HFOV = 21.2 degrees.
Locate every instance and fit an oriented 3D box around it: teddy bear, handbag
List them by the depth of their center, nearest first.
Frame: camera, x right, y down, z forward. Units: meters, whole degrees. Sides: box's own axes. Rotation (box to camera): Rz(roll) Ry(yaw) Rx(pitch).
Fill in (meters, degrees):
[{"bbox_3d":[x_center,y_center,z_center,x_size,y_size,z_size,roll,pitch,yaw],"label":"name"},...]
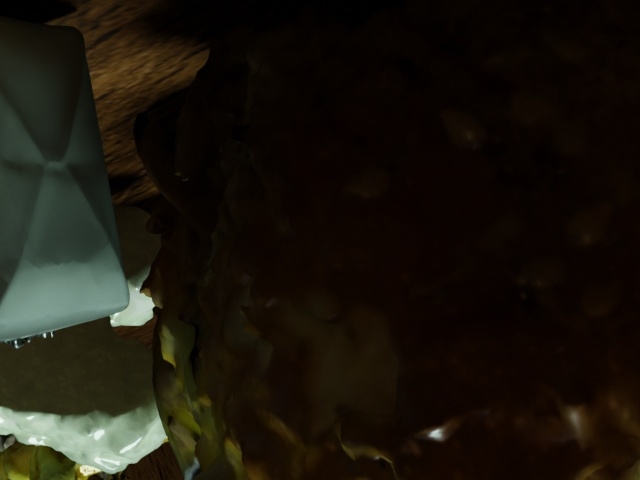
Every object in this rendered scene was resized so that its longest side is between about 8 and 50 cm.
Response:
[{"bbox_3d":[-0.253,-0.004,0.778,0.298,0.151,0.171,-12,178,16],"label":"handbag"},{"bbox_3d":[-0.297,0.164,1.273,0.375,0.327,0.362,0,135,-6],"label":"teddy bear"}]

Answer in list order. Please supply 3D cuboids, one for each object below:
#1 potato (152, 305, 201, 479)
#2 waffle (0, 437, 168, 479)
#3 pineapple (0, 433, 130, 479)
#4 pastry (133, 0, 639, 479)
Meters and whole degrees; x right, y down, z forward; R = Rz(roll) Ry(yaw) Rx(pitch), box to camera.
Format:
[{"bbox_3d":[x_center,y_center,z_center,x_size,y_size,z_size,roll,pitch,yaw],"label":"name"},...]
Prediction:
[{"bbox_3d":[-0.004,0.020,1.097,0.300,0.196,0.246,-28,160,-26],"label":"potato"},{"bbox_3d":[-0.120,0.118,1.356,0.283,0.065,0.309,-29,179,45],"label":"waffle"},{"bbox_3d":[-0.348,0.225,1.600,0.300,0.352,0.352,-24,170,17],"label":"pineapple"},{"bbox_3d":[0.090,0.003,0.837,0.405,0.337,0.292,-41,157,-10],"label":"pastry"}]
